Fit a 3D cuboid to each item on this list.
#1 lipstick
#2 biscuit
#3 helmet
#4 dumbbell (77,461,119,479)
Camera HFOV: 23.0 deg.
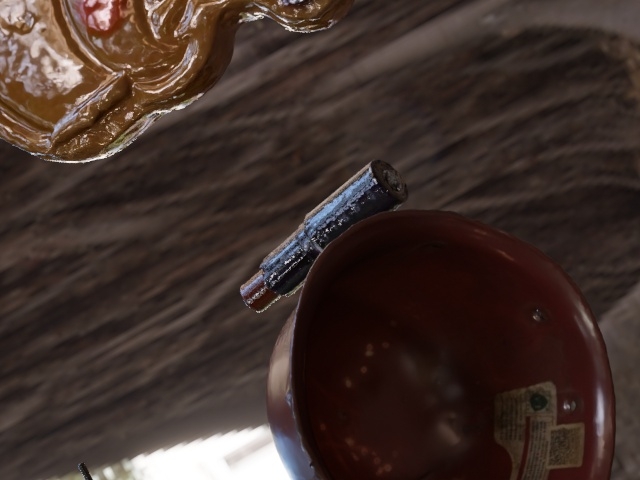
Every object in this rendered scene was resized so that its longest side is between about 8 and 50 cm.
[{"bbox_3d":[0.000,0.000,2.186,0.081,0.299,0.081,34,-148,-25],"label":"lipstick"},{"bbox_3d":[-0.180,-0.266,1.345,0.078,0.455,0.350,26,-142,-65],"label":"biscuit"},{"bbox_3d":[0.075,0.158,1.509,0.385,0.338,0.230,28,156,-24],"label":"helmet"},{"bbox_3d":[-0.263,0.340,1.945,0.147,0.069,0.069,64,-178,-4],"label":"dumbbell"}]
